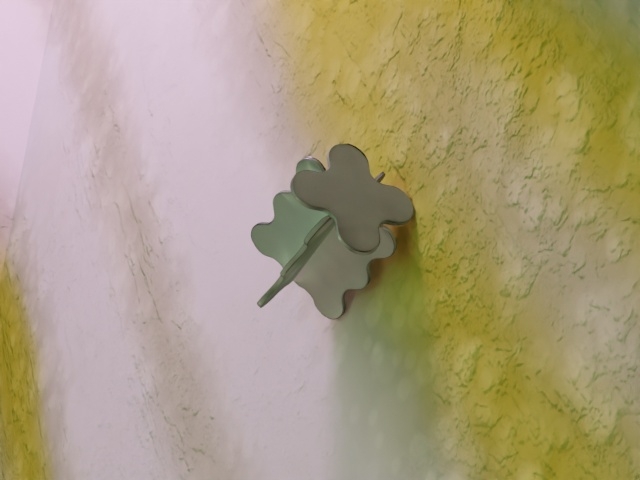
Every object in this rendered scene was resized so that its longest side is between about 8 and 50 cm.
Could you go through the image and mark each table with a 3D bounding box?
[{"bbox_3d":[0.000,0.000,1.951,0.198,0.166,0.166,127,145,-46],"label":"table"}]
